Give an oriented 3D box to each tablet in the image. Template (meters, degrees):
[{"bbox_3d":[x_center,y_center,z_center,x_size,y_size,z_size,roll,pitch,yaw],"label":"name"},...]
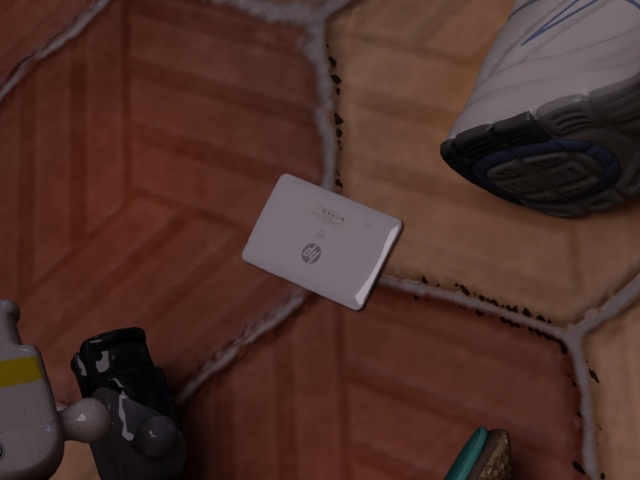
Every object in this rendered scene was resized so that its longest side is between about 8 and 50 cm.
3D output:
[{"bbox_3d":[0.000,0.000,0.953,0.083,0.006,0.054,23,84,33],"label":"tablet"}]

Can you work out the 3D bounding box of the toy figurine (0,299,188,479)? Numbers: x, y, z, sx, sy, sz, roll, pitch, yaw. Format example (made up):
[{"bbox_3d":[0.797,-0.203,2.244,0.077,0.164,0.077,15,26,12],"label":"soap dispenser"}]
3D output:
[{"bbox_3d":[-0.173,0.137,0.876,0.209,0.213,0.148,-24,72,16],"label":"toy figurine"}]

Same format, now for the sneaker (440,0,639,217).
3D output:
[{"bbox_3d":[0.175,-0.104,0.805,0.297,0.111,0.129,-13,56,45],"label":"sneaker"}]

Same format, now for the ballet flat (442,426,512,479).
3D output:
[{"bbox_3d":[0.048,0.187,0.835,0.067,0.073,0.206,33,92,5],"label":"ballet flat"}]
